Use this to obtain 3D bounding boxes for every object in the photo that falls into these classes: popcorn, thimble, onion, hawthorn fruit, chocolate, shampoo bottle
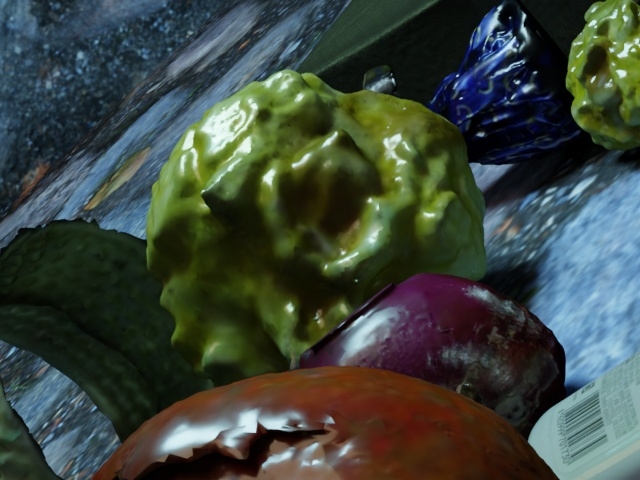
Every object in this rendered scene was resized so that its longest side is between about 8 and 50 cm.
[{"bbox_3d":[0.227,-0.123,1.344,0.116,0.106,0.120,-33,16,-2],"label":"popcorn"},{"bbox_3d":[-0.171,0.134,1.337,0.150,0.271,0.271,-38,16,30],"label":"thimble"},{"bbox_3d":[0.051,0.088,1.162,0.173,0.135,0.198,-41,14,-5],"label":"onion"},{"bbox_3d":[0.007,0.179,0.848,0.276,0.276,0.307,-39,1,13],"label":"hawthorn fruit"},{"bbox_3d":[-0.006,0.007,1.326,0.249,0.249,0.225,-29,17,39],"label":"popcorn"},{"bbox_3d":[0.055,-0.067,1.506,0.343,0.148,0.126,-29,-20,20],"label":"chocolate"},{"bbox_3d":[0.207,0.072,0.985,0.221,0.051,0.108,-36,16,20],"label":"shampoo bottle"}]

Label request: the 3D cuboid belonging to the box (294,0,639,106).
[{"bbox_3d":[0.119,-0.172,1.658,0.273,0.143,0.184,-26,23,48],"label":"box"}]
